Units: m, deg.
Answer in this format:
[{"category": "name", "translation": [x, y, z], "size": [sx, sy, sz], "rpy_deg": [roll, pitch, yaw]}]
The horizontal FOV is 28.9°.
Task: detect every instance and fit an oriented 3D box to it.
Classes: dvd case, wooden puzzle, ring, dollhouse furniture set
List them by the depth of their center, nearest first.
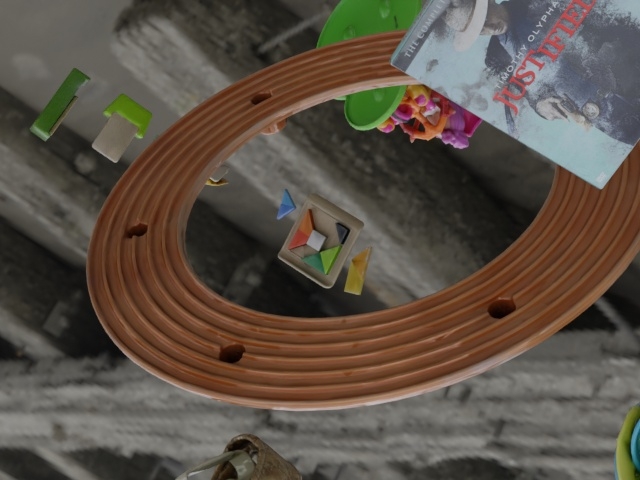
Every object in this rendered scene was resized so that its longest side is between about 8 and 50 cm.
[{"category": "dvd case", "translation": [0.104, -0.086, 0.564], "size": [0.119, 0.013, 0.087], "rpy_deg": [30, 111, -11]}, {"category": "ring", "translation": [0.028, -0.023, 0.721], "size": [0.336, 0.336, 0.032], "rpy_deg": [8, 135, 30]}, {"category": "dollhouse furniture set", "translation": [-0.151, -0.071, 0.995], "size": [0.152, 0.058, 0.076], "rpy_deg": [35, 170, -15]}, {"category": "wooden puzzle", "translation": [0.000, 0.000, 1.188], "size": [0.116, 0.078, 0.014], "rpy_deg": [24, -176, 27]}]

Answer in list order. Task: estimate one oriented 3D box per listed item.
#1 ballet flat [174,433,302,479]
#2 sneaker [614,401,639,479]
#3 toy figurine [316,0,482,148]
[{"category": "ballet flat", "translation": [-0.075, 0.179, 0.755], "size": [0.073, 0.206, 0.067], "rpy_deg": [-37, 92, 23]}, {"category": "sneaker", "translation": [0.323, 0.147, 0.970], "size": [0.127, 0.319, 0.208], "rpy_deg": [-14, 123, 31]}, {"category": "toy figurine", "translation": [0.096, -0.139, 1.139], "size": [0.159, 0.173, 0.130], "rpy_deg": [28, 129, -36]}]
